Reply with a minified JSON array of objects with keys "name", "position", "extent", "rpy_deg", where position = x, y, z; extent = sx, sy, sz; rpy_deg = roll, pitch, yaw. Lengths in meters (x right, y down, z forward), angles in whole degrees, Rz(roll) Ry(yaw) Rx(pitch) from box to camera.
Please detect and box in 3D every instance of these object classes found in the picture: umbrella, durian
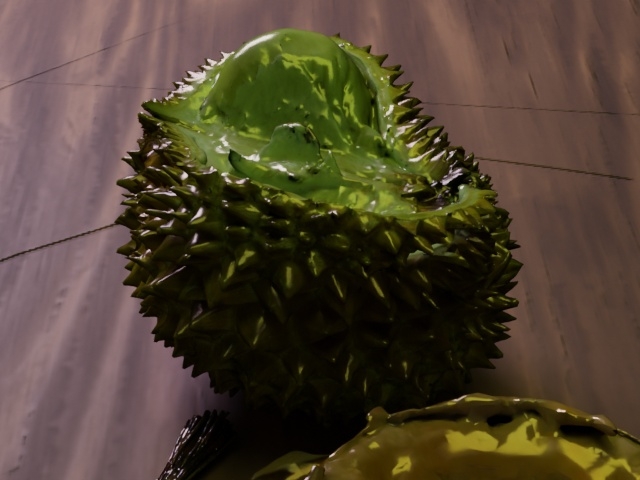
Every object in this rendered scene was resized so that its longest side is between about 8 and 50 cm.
[{"name":"umbrella","position":[-0.067,0.110,0.780],"extent":[0.031,0.020,0.083],"rpy_deg":[12,40,21]},{"name":"durian","position":[-0.001,-0.001,0.807],"extent":[0.200,0.176,0.237],"rpy_deg":[-23,32,-15]}]

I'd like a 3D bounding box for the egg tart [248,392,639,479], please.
[{"name":"egg tart","position":[0.068,0.154,0.611],"extent":[0.315,0.120,0.315],"rpy_deg":[0,31,0]}]
